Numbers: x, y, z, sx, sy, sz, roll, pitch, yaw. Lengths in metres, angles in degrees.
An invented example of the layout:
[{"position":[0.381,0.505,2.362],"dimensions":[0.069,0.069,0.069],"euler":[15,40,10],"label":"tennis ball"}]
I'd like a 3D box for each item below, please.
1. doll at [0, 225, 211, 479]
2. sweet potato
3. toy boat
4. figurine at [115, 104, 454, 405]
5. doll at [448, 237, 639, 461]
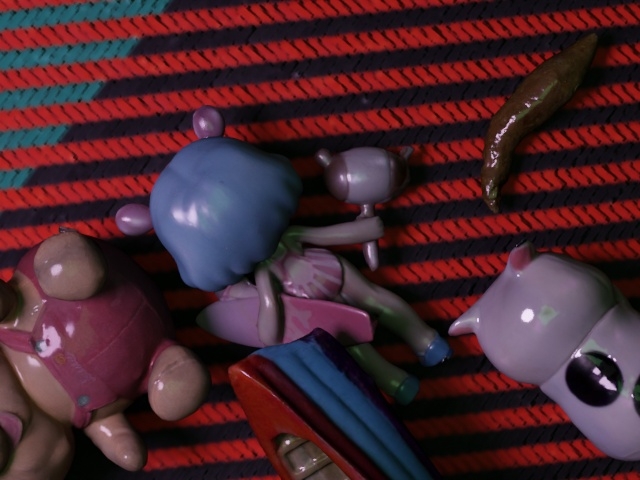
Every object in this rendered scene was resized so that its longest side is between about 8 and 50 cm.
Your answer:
[{"position":[-0.218,0.112,1.146],"dimensions":[0.256,0.152,0.196],"euler":[-36,79,3],"label":"doll"},{"position":[0.156,-0.094,1.212],"dimensions":[0.041,0.038,0.153],"euler":[34,92,20],"label":"sweet potato"},{"position":[0.064,0.223,1.159],"dimensions":[0.079,0.136,0.392],"euler":[-42,109,-32],"label":"toy boat"},{"position":[-0.002,0.006,1.176],"dimensions":[0.260,0.103,0.205],"euler":[40,91,-12],"label":"figurine"},{"position":[0.195,0.080,1.185],"dimensions":[0.181,0.107,0.110],"euler":[39,111,3],"label":"doll"}]
